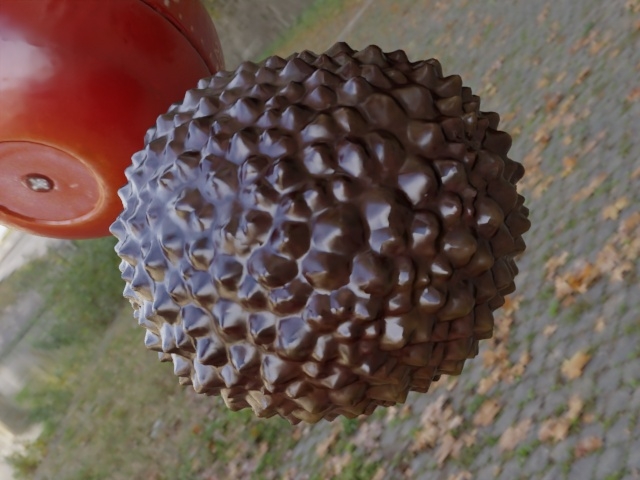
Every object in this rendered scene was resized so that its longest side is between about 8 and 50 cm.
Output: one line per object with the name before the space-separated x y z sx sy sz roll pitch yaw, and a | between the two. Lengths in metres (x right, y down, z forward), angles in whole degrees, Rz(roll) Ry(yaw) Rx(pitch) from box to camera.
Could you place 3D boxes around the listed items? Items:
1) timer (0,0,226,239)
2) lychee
timer | -0.296 -0.169 1.124 0.378 0.378 0.279 -41 34 42
lychee | 0.000 0.000 0.747 0.306 0.306 0.330 -52 26 -9
